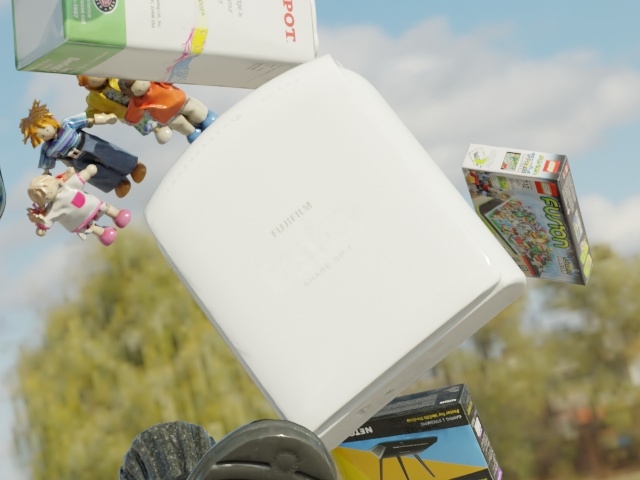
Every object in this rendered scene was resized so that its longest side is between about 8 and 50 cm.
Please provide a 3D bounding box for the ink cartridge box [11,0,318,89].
[{"bbox_3d":[-0.154,-0.262,1.901,0.278,0.201,0.117,2,-12,-34],"label":"ink cartridge box"}]

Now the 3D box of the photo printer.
[{"bbox_3d":[0.000,0.000,1.784,0.256,0.307,0.107,-39,-19,8],"label":"photo printer"}]

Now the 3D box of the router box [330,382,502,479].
[{"bbox_3d":[0.108,0.247,2.289,0.179,0.133,0.046,-14,26,22],"label":"router box"}]

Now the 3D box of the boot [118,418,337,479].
[{"bbox_3d":[-0.092,0.230,1.688,0.131,0.260,0.348,12,-58,-16],"label":"boot"}]

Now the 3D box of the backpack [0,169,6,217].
[{"bbox_3d":[-0.465,-0.087,2.032,0.253,0.225,0.191,-7,-23,-17],"label":"backpack"}]

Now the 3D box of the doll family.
[{"bbox_3d":[-0.262,-0.126,2.291,0.263,0.118,0.163,-49,-48,9],"label":"doll family"}]

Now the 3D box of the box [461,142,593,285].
[{"bbox_3d":[0.235,-0.028,2.193,0.114,0.036,0.207,9,-32,24],"label":"box"}]
